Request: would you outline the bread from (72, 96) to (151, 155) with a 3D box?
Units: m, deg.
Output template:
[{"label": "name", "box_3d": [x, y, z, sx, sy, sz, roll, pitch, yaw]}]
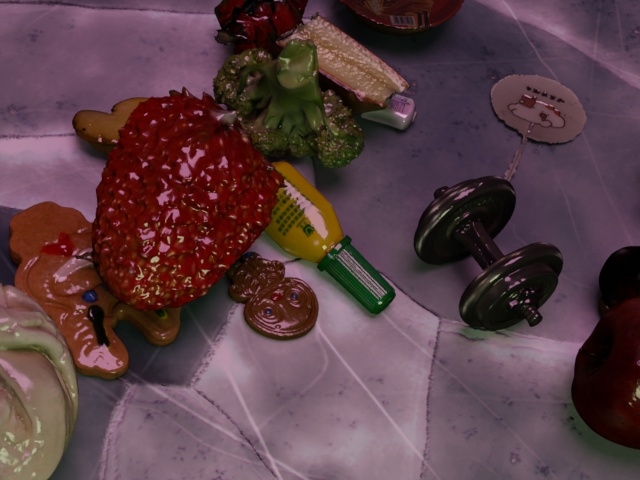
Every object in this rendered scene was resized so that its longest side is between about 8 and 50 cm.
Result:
[{"label": "bread", "box_3d": [-0.330, -0.191, 1.987, 0.188, 0.065, 0.149, 2, 42, -5]}]

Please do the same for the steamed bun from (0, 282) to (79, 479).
[{"label": "steamed bun", "box_3d": [-0.446, 0.189, 1.559, 0.206, 0.275, 0.320, -10, 81, -52]}]

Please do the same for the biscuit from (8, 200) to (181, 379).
[{"label": "biscuit", "box_3d": [-0.364, 0.062, 1.790, 0.202, 0.047, 0.334, -30, 63, -29]}]

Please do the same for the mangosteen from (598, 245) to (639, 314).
[{"label": "mangosteen", "box_3d": [0.528, 0.083, 1.896, 0.153, 0.152, 0.152, 5, 52, -7]}]

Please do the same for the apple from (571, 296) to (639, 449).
[{"label": "apple", "box_3d": [0.490, 0.209, 1.733, 0.234, 0.234, 0.234, 5, 52, -7]}]

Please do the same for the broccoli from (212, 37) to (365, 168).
[{"label": "broccoli", "box_3d": [-0.052, -0.205, 1.935, 0.186, 0.302, 0.254, -48, 112, -3]}]

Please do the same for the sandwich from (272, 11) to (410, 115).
[{"label": "sandwich", "box_3d": [0.039, -0.294, 2.074, 0.236, 0.128, 0.122, 38, 71, 16]}]

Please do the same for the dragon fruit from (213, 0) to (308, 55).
[{"label": "dragon fruit", "box_3d": [-0.107, -0.421, 2.135, 0.182, 0.182, 0.188, 2, 54, -9]}]

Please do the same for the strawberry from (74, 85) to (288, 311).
[{"label": "strawberry", "box_3d": [-0.237, -0.055, 1.758, 0.292, 0.292, 0.343, 36, 64, 17]}]

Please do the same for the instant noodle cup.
[{"label": "instant noodle cup", "box_3d": [0.146, -0.480, 2.276, 0.274, 0.090, 0.274, 5, 52, -6]}]

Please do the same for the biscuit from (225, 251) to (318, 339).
[{"label": "biscuit", "box_3d": [-0.080, 0.087, 1.837, 0.124, 0.026, 0.175, -32, 64, -30]}]

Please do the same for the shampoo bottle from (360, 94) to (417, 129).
[{"label": "shampoo bottle", "box_3d": [0.129, -0.241, 2.119, 0.099, 0.043, 0.072, 18, 48, 3]}]

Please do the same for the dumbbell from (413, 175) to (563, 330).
[{"label": "dumbbell", "box_3d": [0.268, 0.020, 1.852, 0.192, 0.192, 0.290, -18, 57, -23]}]

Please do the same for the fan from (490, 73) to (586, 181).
[{"label": "fan", "box_3d": [0.390, -0.207, 2.162, 0.191, 0.009, 0.329, 23, 49, 6]}]

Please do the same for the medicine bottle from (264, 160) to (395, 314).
[{"label": "medicine bottle", "box_3d": [0.000, 0.000, 1.884, 0.309, 0.076, 0.111, 45, 98, 17]}]
